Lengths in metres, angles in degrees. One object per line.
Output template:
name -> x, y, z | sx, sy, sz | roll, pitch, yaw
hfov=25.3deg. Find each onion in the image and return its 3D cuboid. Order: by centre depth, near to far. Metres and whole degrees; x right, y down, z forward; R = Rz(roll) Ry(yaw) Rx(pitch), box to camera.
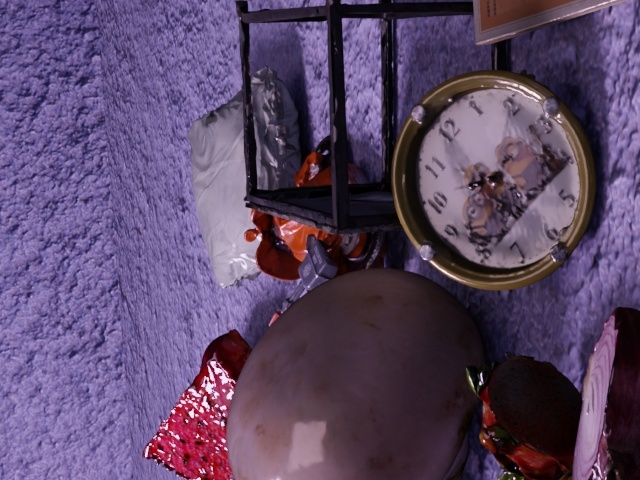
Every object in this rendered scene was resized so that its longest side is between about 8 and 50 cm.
onion -> 0.295, 0.171, 1.307 | 0.151, 0.098, 0.205 | -84, 1, -60

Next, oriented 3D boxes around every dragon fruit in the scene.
dragon fruit -> 0.220, 0.203, 1.471 | 0.142, 0.138, 0.175 | 34, 140, 37
dragon fruit -> -0.175, 0.290, 2.385 | 0.302, 0.240, 0.330 | 51, 151, 27

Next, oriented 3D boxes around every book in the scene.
book -> 0.231, -0.305, 1.469 | 0.242, 0.018, 0.170 | -7, 87, 60

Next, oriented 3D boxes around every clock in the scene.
clock -> 0.187, -0.065, 1.511 | 0.237, 0.057, 0.237 | 7, 103, 30

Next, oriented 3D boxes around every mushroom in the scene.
mushroom -> 0.061, 0.214, 1.734 | 0.362, 0.295, 0.362 | -42, 27, 27

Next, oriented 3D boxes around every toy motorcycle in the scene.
toy motorcycle -> 0.000, 0.000, 2.015 | 0.221, 0.148, 0.325 | -57, 29, 22

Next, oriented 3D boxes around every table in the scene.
table -> 0.055, -0.166, 1.720 | 0.335, 0.222, 0.272 | -163, 69, -67

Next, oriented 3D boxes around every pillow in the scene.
pillow -> -0.110, -0.099, 2.288 | 0.283, 0.138, 0.309 | -25, 72, 59
